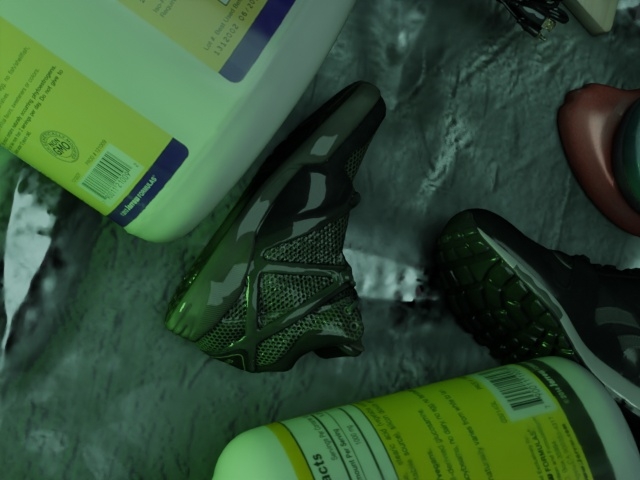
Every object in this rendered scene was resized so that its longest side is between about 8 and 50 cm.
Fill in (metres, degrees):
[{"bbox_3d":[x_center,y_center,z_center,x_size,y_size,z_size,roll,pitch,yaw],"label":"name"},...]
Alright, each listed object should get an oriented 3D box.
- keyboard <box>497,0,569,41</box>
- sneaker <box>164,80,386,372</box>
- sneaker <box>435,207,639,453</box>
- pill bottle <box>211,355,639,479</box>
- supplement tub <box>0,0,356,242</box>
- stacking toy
[{"bbox_3d":[0.116,-0.268,1.052,0.317,0.033,0.201,20,76,-3],"label":"keyboard"},{"bbox_3d":[0.000,0.000,1.008,0.130,0.087,0.227,35,83,-13],"label":"sneaker"},{"bbox_3d":[0.211,0.059,1.069,0.283,0.107,0.124,44,63,-13],"label":"sneaker"},{"bbox_3d":[0.042,0.204,0.958,0.334,0.188,0.187,-12,91,-15],"label":"pill bottle"},{"bbox_3d":[-0.167,-0.179,0.887,0.331,0.241,0.241,35,80,-11],"label":"supplement tub"},{"bbox_3d":[0.335,-0.158,1.081,0.309,0.130,0.279,-25,95,-15],"label":"stacking toy"}]
